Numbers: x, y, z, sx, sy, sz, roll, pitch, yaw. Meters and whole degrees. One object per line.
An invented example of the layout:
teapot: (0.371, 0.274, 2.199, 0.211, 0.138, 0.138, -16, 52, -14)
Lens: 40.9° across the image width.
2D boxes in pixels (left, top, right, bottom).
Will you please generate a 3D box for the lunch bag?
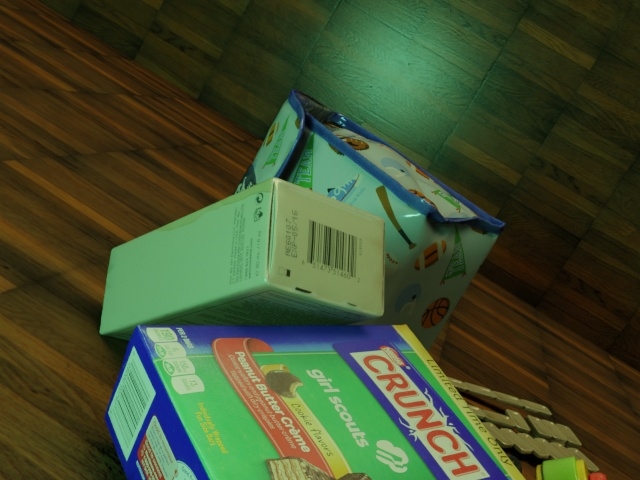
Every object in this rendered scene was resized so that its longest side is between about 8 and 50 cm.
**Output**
lunch bag: (0.000, 0.000, 1.230, 0.239, 0.328, 0.385, 13, 23, -48)

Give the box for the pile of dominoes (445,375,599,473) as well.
pile of dominoes: (0.318, 0.317, 1.436, 0.251, 0.040, 0.196, 18, 17, -15)

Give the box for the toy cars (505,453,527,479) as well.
toy cars: (0.127, 0.291, 0.960, 0.393, 0.087, 0.176, 22, 26, -15)

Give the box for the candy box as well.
candy box: (0.006, 0.201, 0.765, 0.317, 0.122, 0.268, 6, 32, -37)

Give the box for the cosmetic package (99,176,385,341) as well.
cosmetic package: (-0.092, 0.043, 0.938, 0.160, 0.113, 0.309, 20, -25, -39)

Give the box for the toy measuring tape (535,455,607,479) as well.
toy measuring tape: (0.338, 0.334, 1.172, 0.121, 0.121, 0.330, 33, 12, 11)
